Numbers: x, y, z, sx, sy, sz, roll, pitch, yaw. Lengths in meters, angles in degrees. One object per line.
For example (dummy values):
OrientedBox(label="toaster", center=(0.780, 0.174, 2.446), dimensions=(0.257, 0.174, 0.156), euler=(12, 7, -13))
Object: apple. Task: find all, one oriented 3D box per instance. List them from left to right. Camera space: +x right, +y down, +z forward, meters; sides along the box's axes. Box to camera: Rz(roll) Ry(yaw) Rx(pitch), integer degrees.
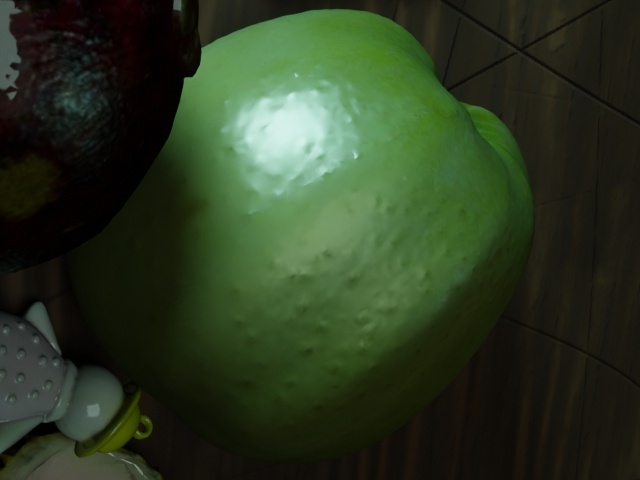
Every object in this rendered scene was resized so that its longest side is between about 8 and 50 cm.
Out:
OrientedBox(label="apple", center=(0.000, 0.000, 0.913), dimensions=(0.360, 0.312, 0.320), euler=(-44, 166, 6))

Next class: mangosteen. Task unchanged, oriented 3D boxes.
OrientedBox(label="mangosteen", center=(-0.249, -0.125, 0.650), dimensions=(0.359, 0.306, 0.306), euler=(-8, 113, -5))

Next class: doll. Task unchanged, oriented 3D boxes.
OrientedBox(label="doll", center=(-0.220, 0.112, 0.862), dimensions=(0.207, 0.081, 0.129), euler=(28, 54, -26))

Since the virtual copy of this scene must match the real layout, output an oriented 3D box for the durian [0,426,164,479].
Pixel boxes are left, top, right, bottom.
OrientedBox(label="durian", center=(-0.216, 0.259, 0.899), dimensions=(0.249, 0.183, 0.138), euler=(23, 126, -32))
